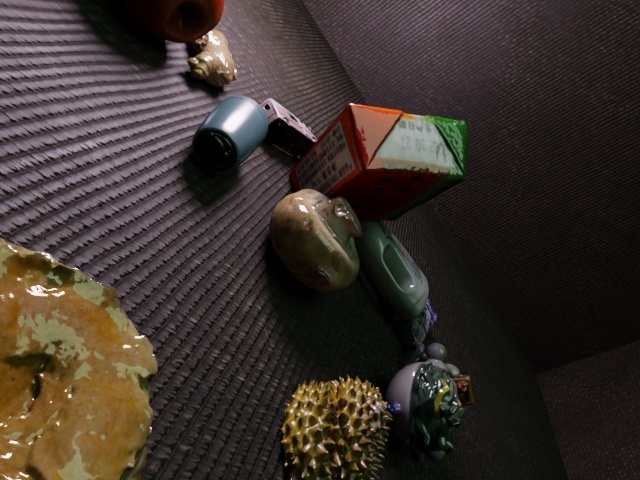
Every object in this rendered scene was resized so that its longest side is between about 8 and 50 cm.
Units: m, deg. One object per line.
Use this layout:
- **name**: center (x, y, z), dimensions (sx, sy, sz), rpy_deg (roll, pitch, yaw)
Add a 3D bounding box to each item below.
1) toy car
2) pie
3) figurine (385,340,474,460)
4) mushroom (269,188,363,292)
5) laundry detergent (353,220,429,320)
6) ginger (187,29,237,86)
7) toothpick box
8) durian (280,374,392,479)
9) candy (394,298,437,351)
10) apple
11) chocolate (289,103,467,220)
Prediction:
- **toy car**: center (-0.091, -0.306, 1.229), dimensions (0.209, 0.089, 0.108), rpy_deg (22, 39, -50)
- **pie**: center (-0.281, 0.140, 0.364), dimensions (0.339, 0.083, 0.340), rpy_deg (41, 32, -34)
- **figurine**: center (0.271, 0.384, 1.062), dimensions (0.382, 0.186, 0.261), rpy_deg (15, 60, -66)
- **mushroom**: center (0.000, 0.000, 0.957), dimensions (0.255, 0.184, 0.255), rpy_deg (60, 11, -19)
- **laundry detergent**: center (0.176, 0.032, 1.329), dimensions (0.398, 0.124, 0.264), rpy_deg (53, 22, -13)
- **ginger**: center (-0.257, -0.436, 1.066), dimensions (0.137, 0.074, 0.213), rpy_deg (28, 35, -36)
- **toothpick box**: center (-0.188, -0.217, 0.903), dimensions (0.120, 0.120, 0.184), rpy_deg (51, 29, -21)
- **durian**: center (0.037, 0.322, 0.736), dimensions (0.183, 0.137, 0.250), rpy_deg (61, 28, -20)
- **candy**: center (0.316, 0.266, 1.418), dimensions (0.088, 0.061, 0.312), rpy_deg (65, 24, 5)
- **apple**: center (-0.307, -0.535, 0.903), dimensions (0.218, 0.218, 0.201), rpy_deg (5, 57, -62)
- **chocolate**: center (0.142, -0.173, 1.123), dimensions (0.341, 0.360, 0.162), rpy_deg (0, 73, -27)
